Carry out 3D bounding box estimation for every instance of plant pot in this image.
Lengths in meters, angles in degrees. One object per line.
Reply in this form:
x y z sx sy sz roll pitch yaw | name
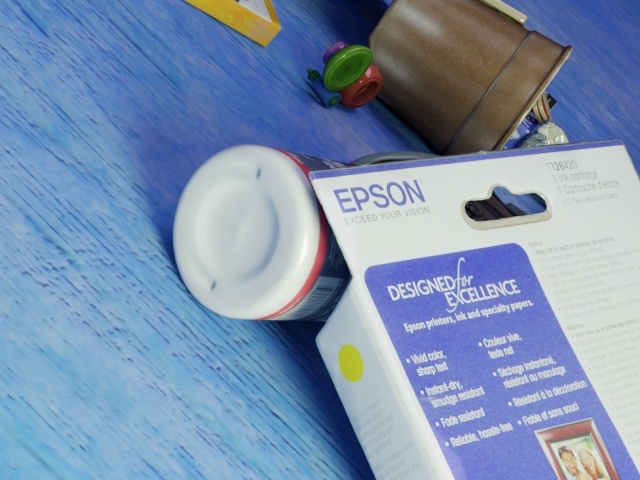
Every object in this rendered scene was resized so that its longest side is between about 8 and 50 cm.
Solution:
0.129 -0.165 1.357 0.165 0.167 0.167 35 23 3 | plant pot

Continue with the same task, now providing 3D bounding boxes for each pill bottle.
0.000 0.000 0.910 0.180 0.108 0.108 7 42 -55 | pill bottle

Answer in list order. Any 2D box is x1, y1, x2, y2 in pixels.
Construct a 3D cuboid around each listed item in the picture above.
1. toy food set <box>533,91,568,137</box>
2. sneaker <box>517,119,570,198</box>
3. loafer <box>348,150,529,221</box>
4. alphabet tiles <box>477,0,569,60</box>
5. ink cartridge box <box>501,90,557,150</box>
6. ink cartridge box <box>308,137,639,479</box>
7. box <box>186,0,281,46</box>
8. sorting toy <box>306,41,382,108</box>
0.260 -0.116 1.554 0.078 0.019 0.122 -67 140 -57 | toy food set
0.254 -0.060 1.506 0.135 0.058 0.052 59 -5 -15 | sneaker
0.113 0.004 1.112 0.267 0.096 0.084 20 38 -47 | loafer
0.113 -0.276 1.511 0.342 0.011 0.285 31 3 3 | alphabet tiles
0.209 -0.159 1.600 0.097 0.046 0.207 43 23 2 | ink cartridge box
0.147 0.091 0.875 0.303 0.072 0.307 -8 65 -41 | ink cartridge box
-0.101 -0.232 1.252 0.136 0.028 0.081 25 29 -32 | box
0.018 -0.154 1.267 0.042 0.061 0.102 53 2 24 | sorting toy
